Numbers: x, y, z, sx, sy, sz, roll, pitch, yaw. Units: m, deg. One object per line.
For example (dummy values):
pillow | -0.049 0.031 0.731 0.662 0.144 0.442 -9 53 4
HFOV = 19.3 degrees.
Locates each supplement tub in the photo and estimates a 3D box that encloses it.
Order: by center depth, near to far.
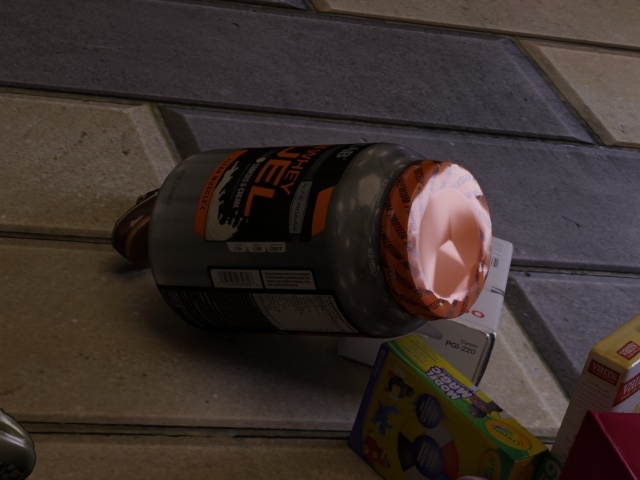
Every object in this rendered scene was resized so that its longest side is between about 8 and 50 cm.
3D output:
supplement tub | 0.000 0.000 1.874 0.316 0.193 0.193 0 15 37

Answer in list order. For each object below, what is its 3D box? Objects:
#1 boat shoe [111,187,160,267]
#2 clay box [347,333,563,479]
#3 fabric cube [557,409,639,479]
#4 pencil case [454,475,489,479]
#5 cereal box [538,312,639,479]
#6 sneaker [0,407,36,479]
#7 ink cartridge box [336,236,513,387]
boat shoe | -0.170 -0.024 2.074 0.073 0.073 0.207 29 24 23
clay box | 0.127 0.204 1.780 0.053 0.127 0.222 -11 39 -40
fabric cube | 0.345 0.316 1.577 0.258 0.254 0.259 5 32 -23
pencil case | 0.078 0.272 1.660 0.206 0.088 0.086 -20 79 -41
cereal box | 0.272 0.181 1.784 0.047 0.240 0.173 31 32 23
sneaker | -0.408 0.229 1.484 0.410 0.158 0.182 -4 66 -37
ink cartridge box | 0.117 0.062 2.057 0.158 0.092 0.218 19 27 2
